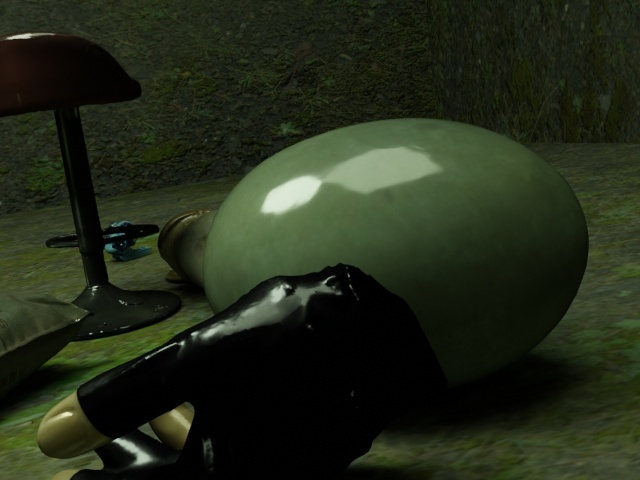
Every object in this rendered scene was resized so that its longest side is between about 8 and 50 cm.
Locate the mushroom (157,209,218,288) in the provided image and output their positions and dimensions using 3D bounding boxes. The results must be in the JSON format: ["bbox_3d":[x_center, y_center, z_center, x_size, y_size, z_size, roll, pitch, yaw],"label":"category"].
[{"bbox_3d":[-0.119,0.014,1.134,0.138,0.154,0.407,7,4,-28],"label":"mushroom"}]

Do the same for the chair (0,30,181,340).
[{"bbox_3d":[-0.335,-0.082,1.121,0.227,0.400,0.226,-7,12,2],"label":"chair"}]

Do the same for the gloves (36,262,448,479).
[{"bbox_3d":[-0.071,0.120,0.557,0.301,0.152,0.197,-19,-29,24],"label":"gloves"}]

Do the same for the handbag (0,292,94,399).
[{"bbox_3d":[-0.393,0.126,0.852,0.183,0.117,0.270,-11,9,24],"label":"handbag"}]

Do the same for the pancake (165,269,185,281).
[{"bbox_3d":[-0.208,0.053,1.363,0.115,0.011,0.115,-5,12,1],"label":"pancake"}]

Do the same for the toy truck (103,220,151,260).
[{"bbox_3d":[-0.378,0.008,1.582,0.056,0.090,0.073,3,59,41],"label":"toy truck"}]

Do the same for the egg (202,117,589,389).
[{"bbox_3d":[0.066,0.015,0.746,0.352,0.258,0.258,-3,11,8],"label":"egg"}]
